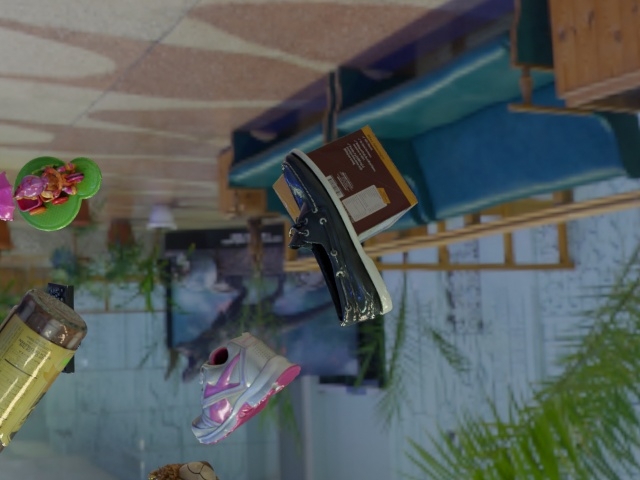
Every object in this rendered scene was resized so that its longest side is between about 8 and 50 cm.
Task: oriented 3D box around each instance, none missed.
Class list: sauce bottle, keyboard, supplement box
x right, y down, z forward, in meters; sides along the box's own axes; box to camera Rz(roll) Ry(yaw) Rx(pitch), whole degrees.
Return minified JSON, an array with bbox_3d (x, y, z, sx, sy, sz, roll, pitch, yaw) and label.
[{"bbox_3d":[-0.472,0.233,1.362,0.111,0.344,0.111,37,-178,-2],"label":"sauce bottle"},{"bbox_3d":[-0.522,0.178,1.928,0.108,0.180,0.023,5,-172,37],"label":"keyboard"},{"bbox_3d":[0.049,-0.093,1.898,0.194,0.191,0.129,-27,171,-32],"label":"supplement box"}]

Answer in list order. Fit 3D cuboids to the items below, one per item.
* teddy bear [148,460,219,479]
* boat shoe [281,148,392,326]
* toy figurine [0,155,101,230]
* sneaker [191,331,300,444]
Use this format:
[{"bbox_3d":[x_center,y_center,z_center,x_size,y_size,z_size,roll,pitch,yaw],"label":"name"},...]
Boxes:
[{"bbox_3d":[-0.231,0.463,1.543,0.245,0.113,0.338,11,-159,22],"label":"teddy bear"},{"bbox_3d":[0.000,0.001,1.710,0.113,0.340,0.127,-29,-179,-13],"label":"boat shoe"},{"bbox_3d":[-0.470,-0.081,1.569,0.173,0.130,0.159,-20,-179,15],"label":"toy figurine"},{"bbox_3d":[-0.134,0.220,1.459,0.103,0.111,0.252,-29,166,-50],"label":"sneaker"}]
